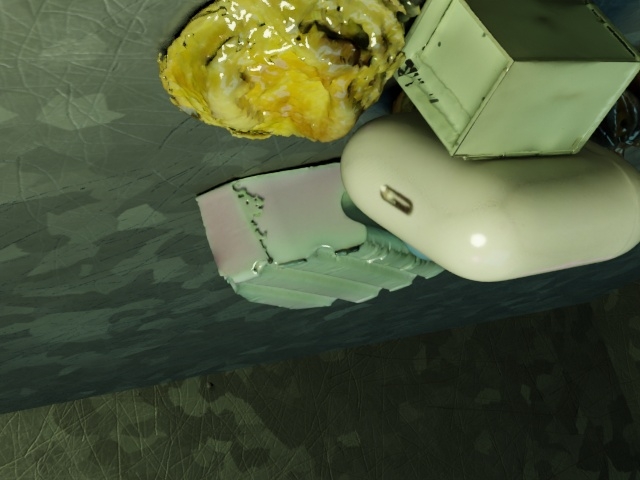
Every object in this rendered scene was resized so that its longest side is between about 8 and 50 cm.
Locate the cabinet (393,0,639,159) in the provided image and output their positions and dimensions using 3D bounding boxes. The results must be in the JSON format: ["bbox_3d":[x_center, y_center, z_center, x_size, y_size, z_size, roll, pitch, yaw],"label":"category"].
[{"bbox_3d":[0.213,-0.190,1.198,0.206,0.145,0.150,-6,142,-36],"label":"cabinet"}]

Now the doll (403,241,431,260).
[{"bbox_3d":[0.209,-0.063,1.670,0.314,0.141,0.177,-29,140,-62],"label":"doll"}]

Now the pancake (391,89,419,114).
[{"bbox_3d":[0.164,-0.175,1.460,0.212,0.056,0.257,-16,160,-34],"label":"pancake"}]

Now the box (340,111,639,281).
[{"bbox_3d":[0.216,-0.064,1.315,0.349,0.289,0.141,-9,122,-40],"label":"box"}]

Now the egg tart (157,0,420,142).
[{"bbox_3d":[-0.023,-0.175,1.126,0.297,0.132,0.297,-13,160,-5],"label":"egg tart"}]

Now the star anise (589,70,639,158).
[{"bbox_3d":[0.421,-0.185,1.597,0.332,0.117,0.332,-25,166,-7],"label":"star anise"}]

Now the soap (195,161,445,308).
[{"bbox_3d":[0.000,0.000,1.709,0.261,0.156,0.446,-20,165,24],"label":"soap"}]
